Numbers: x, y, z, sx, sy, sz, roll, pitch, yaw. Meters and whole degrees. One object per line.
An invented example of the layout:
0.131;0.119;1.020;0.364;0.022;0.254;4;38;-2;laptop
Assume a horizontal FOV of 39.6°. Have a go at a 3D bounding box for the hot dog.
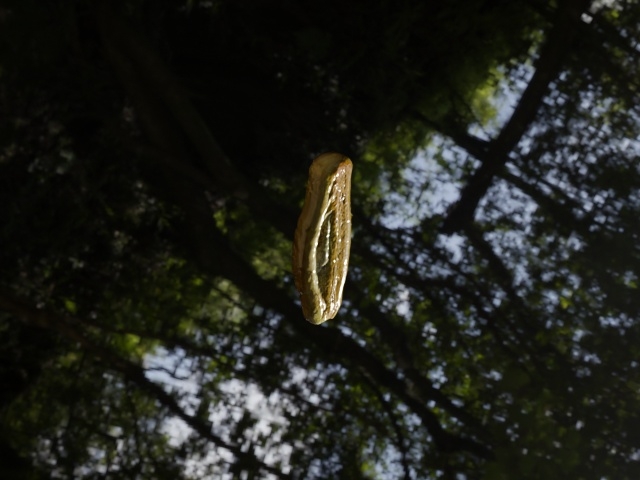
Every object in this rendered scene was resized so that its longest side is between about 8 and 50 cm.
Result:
0.000;0.000;0.630;0.028;0.044;0.137;35;-43;36;hot dog
